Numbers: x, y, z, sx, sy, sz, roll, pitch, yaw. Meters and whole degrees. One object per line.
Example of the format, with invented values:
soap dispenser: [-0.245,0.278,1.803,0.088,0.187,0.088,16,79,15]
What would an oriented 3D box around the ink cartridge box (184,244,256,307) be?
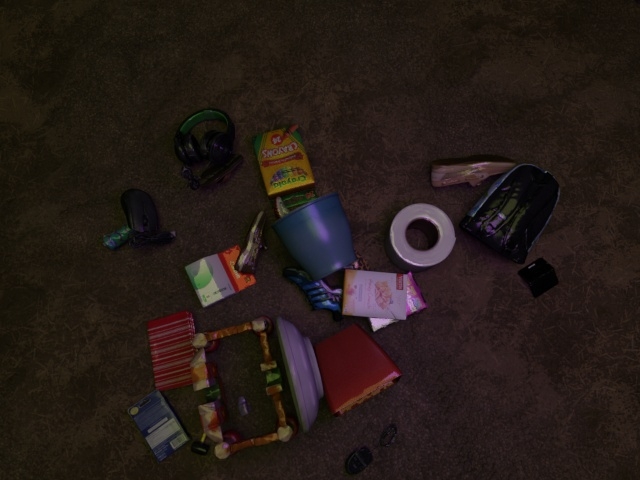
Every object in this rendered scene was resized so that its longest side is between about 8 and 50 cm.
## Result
ink cartridge box: [-0.392,0.137,1.837,0.225,0.056,0.181,-27,80,-4]

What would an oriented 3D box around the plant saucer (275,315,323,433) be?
plant saucer: [-0.065,0.444,1.598,0.101,0.400,0.400,-14,78,-9]

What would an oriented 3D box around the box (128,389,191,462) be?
box: [-0.595,0.680,1.725,0.136,0.036,0.225,-34,81,-8]

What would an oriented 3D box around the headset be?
headset: [-0.483,-0.383,1.865,0.244,0.185,0.394,-3,63,11]

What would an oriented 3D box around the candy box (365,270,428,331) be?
candy box: [0.274,0.237,1.808,0.233,0.071,0.159,-23,79,-6]

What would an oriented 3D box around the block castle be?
block castle: [-0.273,0.517,1.673,0.303,0.213,0.453,-15,77,-4]

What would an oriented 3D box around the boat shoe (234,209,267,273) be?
boat shoe: [-0.254,0.011,1.853,0.095,0.095,0.257,23,83,-11]

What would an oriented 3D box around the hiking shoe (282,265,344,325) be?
hiking shoe: [-0.022,0.202,1.792,0.304,0.113,0.132,27,78,5]

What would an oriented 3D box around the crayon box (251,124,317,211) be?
crayon box: [-0.145,-0.298,1.916,0.202,0.081,0.318,-17,79,-4]

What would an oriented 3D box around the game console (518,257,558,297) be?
game console: [0.868,0.147,1.861,0.122,0.071,0.107,-30,50,-7]

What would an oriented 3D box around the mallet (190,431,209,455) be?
mallet: [-0.411,0.697,1.726,0.062,0.039,0.189,24,75,6]

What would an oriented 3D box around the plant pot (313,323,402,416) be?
plant pot: [0.112,0.456,1.679,0.267,0.267,0.235,-28,67,-6]

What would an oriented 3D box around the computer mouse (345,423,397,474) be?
computer mouse: [0.187,0.765,1.716,0.242,0.041,0.071,-35,89,-14]

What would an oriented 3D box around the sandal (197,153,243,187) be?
sandal: [-0.406,-0.280,1.923,0.090,0.060,0.219,31,62,33]

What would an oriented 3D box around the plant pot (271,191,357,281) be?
plant pot: [0.000,0.000,1.695,0.272,0.271,0.255,-27,87,-6]

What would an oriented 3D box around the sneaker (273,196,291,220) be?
sneaker: [-0.114,-0.079,1.868,0.093,0.088,0.225,-33,96,-14]

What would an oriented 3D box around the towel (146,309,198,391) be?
towel: [-0.557,0.417,1.763,0.199,0.031,0.274,-16,78,13]

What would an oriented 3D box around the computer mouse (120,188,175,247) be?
computer mouse: [-0.696,-0.106,1.843,0.189,0.072,0.272,-10,65,-44]

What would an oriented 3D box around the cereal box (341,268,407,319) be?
cereal box: [0.203,0.203,1.747,0.240,0.047,0.173,4,78,-3]

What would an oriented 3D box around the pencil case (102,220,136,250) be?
pencil case: [-0.793,-0.028,1.862,0.152,0.064,0.070,-39,107,-9]

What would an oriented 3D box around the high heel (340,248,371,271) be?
high heel: [0.123,0.006,1.857,0.186,0.093,0.261,12,77,-7]

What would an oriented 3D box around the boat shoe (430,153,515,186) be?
boat shoe: [0.620,-0.282,1.911,0.341,0.121,0.110,-4,115,2]

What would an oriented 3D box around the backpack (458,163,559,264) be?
backpack: [0.753,-0.129,1.816,0.290,0.273,0.355,33,101,9]

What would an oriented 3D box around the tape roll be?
tape roll: [0.378,-0.005,1.811,0.246,0.169,0.246,0,78,-1]
